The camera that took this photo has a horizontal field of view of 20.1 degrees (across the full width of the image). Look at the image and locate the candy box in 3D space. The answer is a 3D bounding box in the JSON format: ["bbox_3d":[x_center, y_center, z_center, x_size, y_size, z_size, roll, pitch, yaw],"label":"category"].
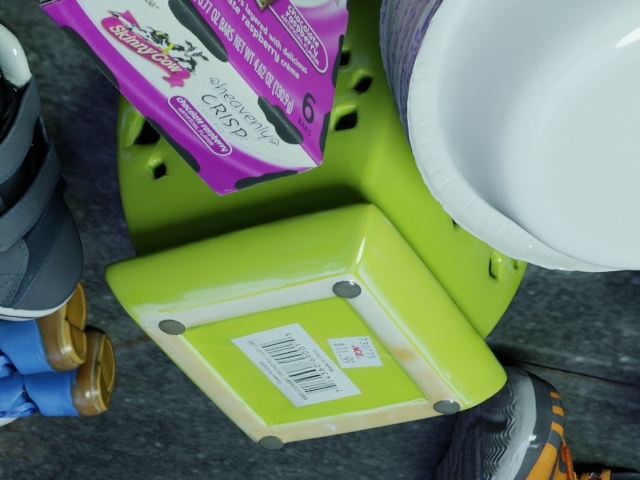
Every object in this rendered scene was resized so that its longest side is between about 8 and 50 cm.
[{"bbox_3d":[-0.050,-0.165,0.952,0.071,0.233,0.159,-15,137,29],"label":"candy box"}]

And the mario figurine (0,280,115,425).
[{"bbox_3d":[-0.337,0.083,1.467,0.320,0.170,0.198,-9,104,7],"label":"mario figurine"}]

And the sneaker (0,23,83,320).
[{"bbox_3d":[-0.243,-0.060,1.220,0.127,0.126,0.321,-10,137,33],"label":"sneaker"}]

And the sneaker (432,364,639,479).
[{"bbox_3d":[0.197,0.198,1.481,0.180,0.125,0.321,7,154,-4],"label":"sneaker"}]

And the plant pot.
[{"bbox_3d":[0.000,0.000,1.179,0.227,0.207,0.228,-13,138,26],"label":"plant pot"}]

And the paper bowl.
[{"bbox_3d":[0.182,-0.097,0.996,0.284,0.148,0.284,-6,133,-6],"label":"paper bowl"}]
